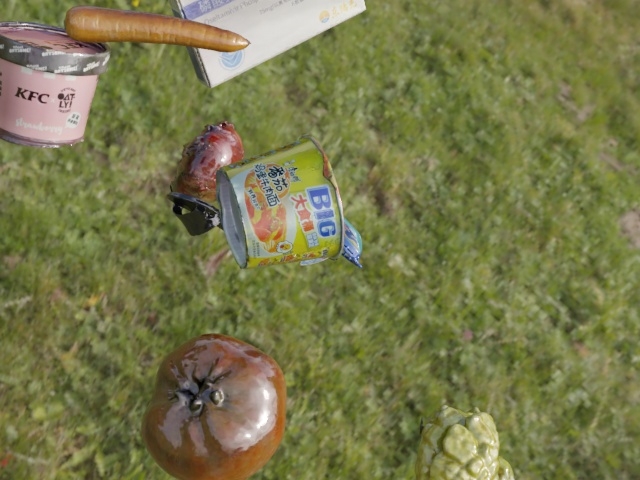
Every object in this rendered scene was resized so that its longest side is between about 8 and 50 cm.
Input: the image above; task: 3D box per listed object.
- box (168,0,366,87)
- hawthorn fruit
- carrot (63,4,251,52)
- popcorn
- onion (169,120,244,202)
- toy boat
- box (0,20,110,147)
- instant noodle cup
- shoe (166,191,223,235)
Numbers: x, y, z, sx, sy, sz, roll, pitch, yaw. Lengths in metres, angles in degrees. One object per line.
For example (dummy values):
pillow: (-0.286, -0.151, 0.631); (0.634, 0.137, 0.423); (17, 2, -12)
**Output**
box: (-0.094, -0.434, 1.770); (0.343, 0.200, 0.065); (-30, 35, -17)
hawthorn fruit: (-0.129, 0.237, 1.326); (0.200, 0.251, 0.199); (-4, 66, 8)
carrot: (-0.165, -0.214, 1.013); (0.190, 0.037, 0.037); (4, 46, -7)
popcorn: (0.197, 0.312, 1.428); (0.173, 0.142, 0.173); (-12, 90, -68)
onion: (-0.203, -0.137, 1.907); (0.147, 0.184, 0.184); (33, 40, -14)
toy boat: (0.000, 0.000, 1.678); (0.175, 0.091, 0.110); (41, 81, 23)
box: (-0.356, -0.197, 1.272); (0.151, 0.135, 0.151); (14, 20, -5)
instant noodle cup: (-0.068, -0.052, 1.506); (0.153, 0.205, 0.205); (-13, 55, -15)
shoe: (-0.190, -0.028, 1.635); (0.159, 0.062, 0.053); (29, 73, -43)
